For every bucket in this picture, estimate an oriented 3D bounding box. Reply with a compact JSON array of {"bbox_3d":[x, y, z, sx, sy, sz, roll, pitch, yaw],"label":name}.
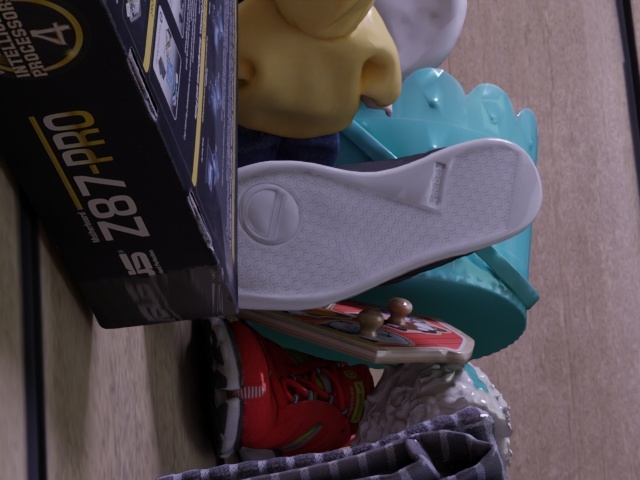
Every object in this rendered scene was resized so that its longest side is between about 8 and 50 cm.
[{"bbox_3d":[0.058,-0.011,1.540,0.281,0.281,0.183,65,23,-67],"label":"bucket"}]

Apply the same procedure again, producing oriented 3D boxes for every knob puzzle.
[{"bbox_3d":[0.033,0.054,1.352,0.213,0.213,0.030,-35,136,-81],"label":"knob puzzle"}]

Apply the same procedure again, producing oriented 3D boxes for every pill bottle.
[{"bbox_3d":[0.024,-0.210,1.625,0.278,0.162,0.162,-162,-115,-80],"label":"pill bottle"}]

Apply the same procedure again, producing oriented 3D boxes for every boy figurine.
[{"bbox_3d":[-0.025,-0.129,1.299,0.285,0.177,0.092,106,-19,-47],"label":"boy figurine"}]

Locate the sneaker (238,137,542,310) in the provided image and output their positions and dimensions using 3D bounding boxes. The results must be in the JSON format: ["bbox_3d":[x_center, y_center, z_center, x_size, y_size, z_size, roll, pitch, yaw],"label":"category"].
[{"bbox_3d":[0.000,0.000,1.280,0.147,0.296,0.104,-29,-105,63],"label":"sneaker"}]

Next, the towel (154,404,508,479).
[{"bbox_3d":[0.024,0.243,1.162,0.121,0.235,0.283,-91,173,-52],"label":"towel"}]

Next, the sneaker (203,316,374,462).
[{"bbox_3d":[-0.020,0.113,1.369,0.279,0.118,0.107,52,32,-76],"label":"sneaker"}]

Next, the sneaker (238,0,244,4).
[{"bbox_3d":[0.000,-0.210,1.383,0.079,0.217,0.121,53,-5,-11],"label":"sneaker"}]

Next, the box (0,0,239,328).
[{"bbox_3d":[-0.116,-0.198,1.010,0.318,0.097,0.395,69,16,-56],"label":"box"}]

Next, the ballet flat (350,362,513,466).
[{"bbox_3d":[0.053,0.282,1.332,0.147,0.147,0.409,4,99,-82],"label":"ballet flat"}]
